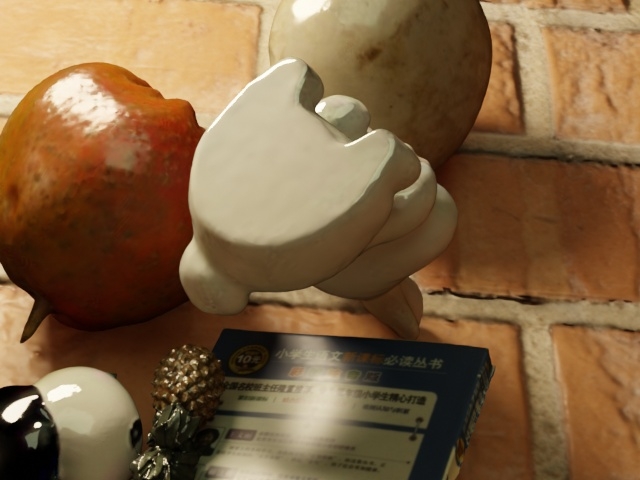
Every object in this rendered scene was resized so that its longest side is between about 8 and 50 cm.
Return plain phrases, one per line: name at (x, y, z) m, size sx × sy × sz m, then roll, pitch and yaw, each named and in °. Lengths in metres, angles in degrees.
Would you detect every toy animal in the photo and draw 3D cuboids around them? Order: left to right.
toy animal at (-0.251, 0.201, 1.178) m, size 0.179 × 0.138 × 0.166 m, roll -15°, pitch 40°, yaw -30°
toy animal at (0.006, -0.008, 1.249) m, size 0.241 × 0.368 × 0.196 m, roll -46°, pitch 65°, yaw 7°

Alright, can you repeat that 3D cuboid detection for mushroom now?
mushroom at (0.043, -0.212, 1.499) m, size 0.297 × 0.297 × 0.290 m, roll -36°, pitch 33°, yaw -31°

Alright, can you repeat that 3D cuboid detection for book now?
book at (-0.037, 0.242, 1.136) m, size 0.300 × 0.039 × 0.428 m, roll 3°, pitch 41°, yaw 24°

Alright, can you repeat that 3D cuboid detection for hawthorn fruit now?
hawthorn fruit at (-0.233, -0.022, 1.303) m, size 0.277 × 0.277 × 0.298 m, roll 29°, pitch 78°, yaw 19°

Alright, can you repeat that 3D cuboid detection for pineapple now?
pineapple at (-0.137, 0.174, 1.175) m, size 0.074 × 0.074 × 0.159 m, roll 10°, pitch 45°, yaw 3°
